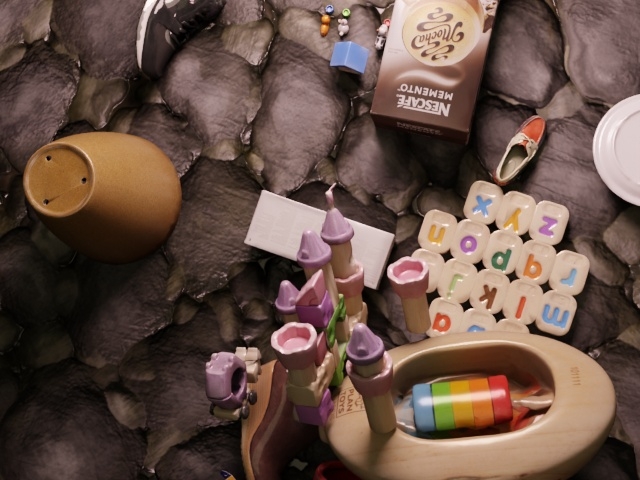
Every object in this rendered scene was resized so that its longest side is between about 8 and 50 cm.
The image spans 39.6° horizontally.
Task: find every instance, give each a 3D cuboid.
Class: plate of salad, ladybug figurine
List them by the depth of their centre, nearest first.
[{"bbox_3d":[0.222,0.285,1.368,0.449,0.305,0.162,-6,127,12],"label":"ladybug figurine"},{"bbox_3d":[0.547,-0.145,1.454,0.199,0.048,0.200,-2,75,8],"label":"plate of salad"}]

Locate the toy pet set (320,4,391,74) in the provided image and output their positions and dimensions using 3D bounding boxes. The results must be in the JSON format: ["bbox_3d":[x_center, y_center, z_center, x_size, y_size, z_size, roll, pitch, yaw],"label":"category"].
[{"bbox_3d":[0.051,-0.350,1.531,0.122,0.065,0.114,14,88,9],"label":"toy pet set"}]

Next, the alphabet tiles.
[{"bbox_3d":[0.294,0.052,1.488,0.284,0.021,0.278,18,88,9],"label":"alphabet tiles"}]

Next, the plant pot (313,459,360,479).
[{"bbox_3d":[0.068,0.463,1.408,0.191,0.191,0.174,11,94,9],"label":"plant pot"}]

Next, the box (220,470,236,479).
[{"bbox_3d":[-0.130,0.446,1.489,0.028,0.081,0.136,-39,81,-23],"label":"box"}]

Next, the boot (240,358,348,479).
[{"bbox_3d":[-0.026,0.317,1.479,0.206,0.090,0.249,-10,81,9],"label":"boot"}]

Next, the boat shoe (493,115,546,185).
[{"bbox_3d":[0.335,-0.152,1.487,0.049,0.043,0.137,35,90,11],"label":"boat shoe"}]

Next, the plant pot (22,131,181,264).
[{"bbox_3d":[-0.381,-0.082,1.479,0.237,0.254,0.237,0,87,7],"label":"plant pot"}]

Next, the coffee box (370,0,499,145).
[{"bbox_3d":[0.197,-0.325,1.480,0.168,0.119,0.297,12,87,8],"label":"coffee box"}]

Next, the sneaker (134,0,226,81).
[{"bbox_3d":[-0.236,-0.410,1.561,0.124,0.107,0.283,17,88,3],"label":"sneaker"}]

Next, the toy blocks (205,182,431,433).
[{"bbox_3d":[-0.014,0.098,1.343,0.308,0.289,0.260,1,126,22],"label":"toy blocks"}]

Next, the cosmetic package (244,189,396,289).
[{"bbox_3d":[0.000,0.000,1.514,0.238,0.060,0.099,20,87,9],"label":"cosmetic package"}]
